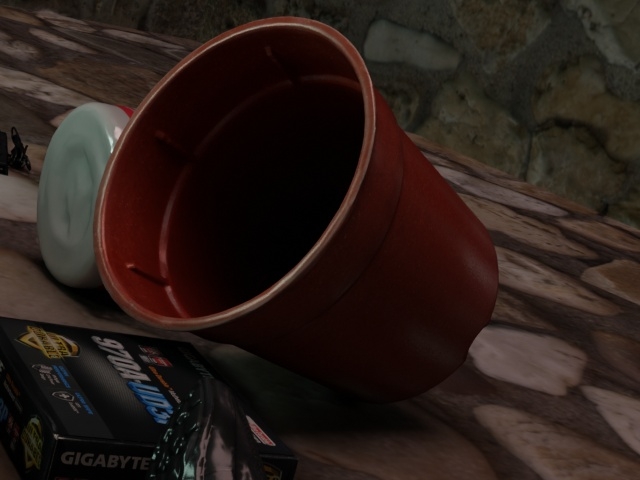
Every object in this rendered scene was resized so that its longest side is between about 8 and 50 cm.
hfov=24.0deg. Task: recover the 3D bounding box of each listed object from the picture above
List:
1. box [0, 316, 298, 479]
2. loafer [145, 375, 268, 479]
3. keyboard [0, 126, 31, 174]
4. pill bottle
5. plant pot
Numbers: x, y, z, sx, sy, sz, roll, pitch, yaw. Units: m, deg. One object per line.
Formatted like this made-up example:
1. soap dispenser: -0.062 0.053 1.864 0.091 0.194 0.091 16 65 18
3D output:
1. box: -0.139 0.123 1.066 0.175 0.051 0.220 10 13 -27
2. loafer: -0.058 0.165 0.886 0.078 0.076 0.223 28 25 -21
3. keyboard: -0.405 -0.124 1.854 0.100 0.038 0.192 13 13 -16
4. pill bottle: -0.101 -0.026 1.482 0.318 0.176 0.176 8 15 -34
5. plant pot: 0.000 0.000 1.256 0.272 0.272 0.265 28 -6 44
